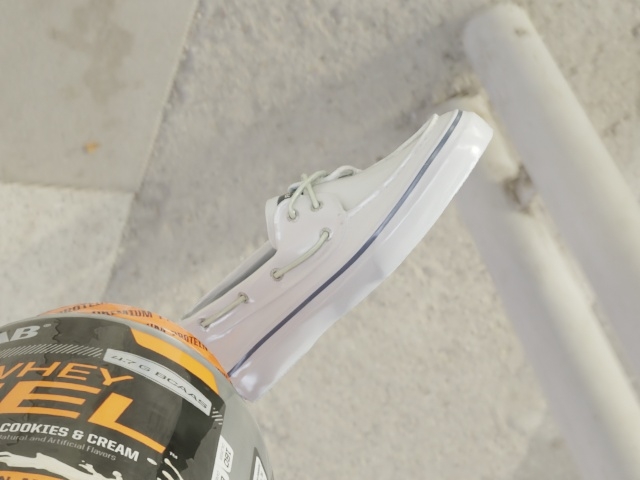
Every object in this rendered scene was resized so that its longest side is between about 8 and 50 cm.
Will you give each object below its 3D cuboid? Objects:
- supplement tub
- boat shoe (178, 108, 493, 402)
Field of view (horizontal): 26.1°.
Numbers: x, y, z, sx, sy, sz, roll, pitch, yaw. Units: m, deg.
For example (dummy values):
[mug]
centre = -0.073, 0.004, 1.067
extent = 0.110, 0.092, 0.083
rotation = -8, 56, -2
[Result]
[supplement tub]
centre = -0.118, 0.152, 0.594
extent = 0.193, 0.316, 0.194
rotation = 0, 108, 0
[boat shoe]
centre = 0.000, 0.000, 0.788
extent = 0.076, 0.083, 0.226
rotation = 40, 110, -5
